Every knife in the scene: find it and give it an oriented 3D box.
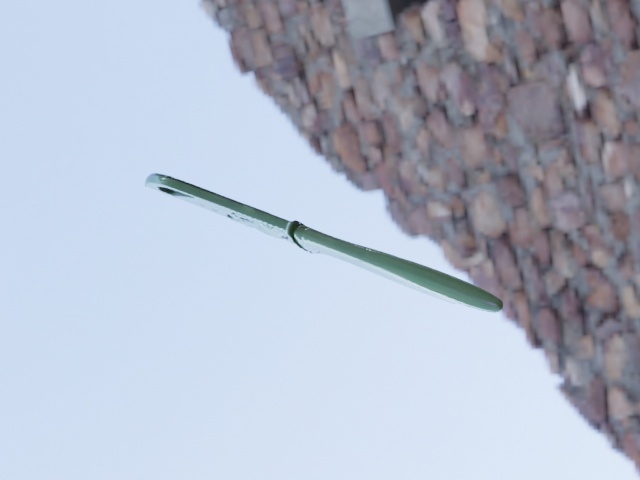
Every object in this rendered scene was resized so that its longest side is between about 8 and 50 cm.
[{"bbox_3d":[-0.001,0.002,1.065,0.043,0.293,0.020,75,-144,-76],"label":"knife"}]
